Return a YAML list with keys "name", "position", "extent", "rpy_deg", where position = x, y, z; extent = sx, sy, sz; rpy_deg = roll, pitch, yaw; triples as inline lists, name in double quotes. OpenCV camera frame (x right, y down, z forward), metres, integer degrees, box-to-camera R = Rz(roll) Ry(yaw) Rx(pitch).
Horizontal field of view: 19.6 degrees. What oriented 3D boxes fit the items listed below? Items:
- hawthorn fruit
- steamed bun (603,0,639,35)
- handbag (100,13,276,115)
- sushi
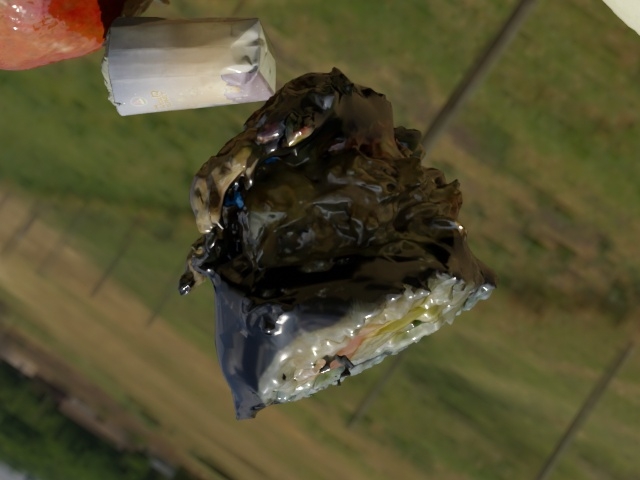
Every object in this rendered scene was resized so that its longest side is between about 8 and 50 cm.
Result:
- name: "hawthorn fruit"
  position: [-0.261, -0.274, 1.819]
  extent: [0.261, 0.224, 0.224]
  rpy_deg: [5, -176, -26]
- name: "steamed bun"
  position: [0.274, -0.286, 1.069]
  extent: [0.371, 0.290, 0.456]
  rpy_deg: [-32, 117, 34]
- name: "handbag"
  position: [-0.132, -0.164, 1.748]
  extent: [0.173, 0.095, 0.117]
  rpy_deg: [0, 169, 7]
- name: "sushi"
  position: [-0.002, -0.005, 1.377]
  extent: [0.238, 0.225, 0.218]
  rpy_deg: [123, 122, -83]
